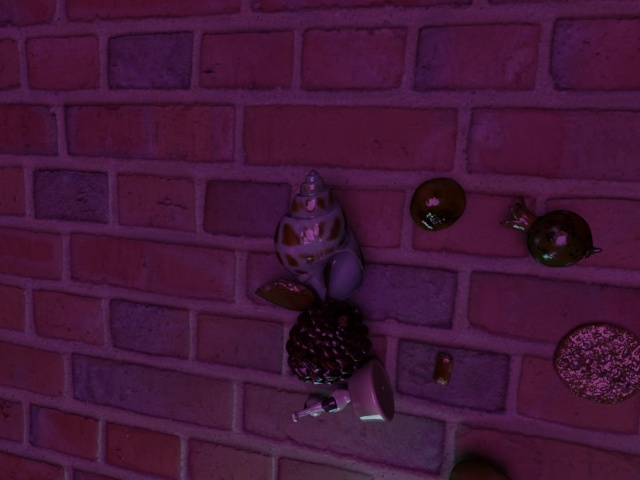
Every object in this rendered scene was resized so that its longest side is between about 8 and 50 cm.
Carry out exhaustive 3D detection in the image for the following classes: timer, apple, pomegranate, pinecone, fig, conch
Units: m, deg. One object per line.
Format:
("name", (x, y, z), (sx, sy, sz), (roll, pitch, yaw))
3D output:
("timer", (0.059, 0.457, 1.241), (0.266, 0.175, 0.175), (-21, 91, 19))
("apple", (0.435, 0.696, 1.162), (0.200, 0.200, 0.199), (2, 96, 14))
("pomegranate", (0.570, -0.029, 1.069), (0.156, 0.156, 0.220), (-39, 77, 15))
("pinecone", (0.014, 0.290, 1.183), (0.224, 0.224, 0.272), (40, 130, 7))
("fig", (0.311, -0.096, 1.137), (0.153, 0.120, 0.135), (-33, 126, -3))
("conch", (0.000, 0.001, 1.161), (0.250, 0.197, 0.367), (5, 141, 7))

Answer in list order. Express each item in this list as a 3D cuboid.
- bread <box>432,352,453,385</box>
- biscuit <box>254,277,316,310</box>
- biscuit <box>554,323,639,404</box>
("bread", (0.349, 0.365, 1.222), (0.047, 0.036, 0.083), (13, 100, 21))
("biscuit", (-0.107, 0.155, 1.255), (0.229, 0.176, 0.031), (11, 58, 28))
("biscuit", (0.730, 0.321, 1.116), (0.220, 0.033, 0.219), (2, 95, 20))
